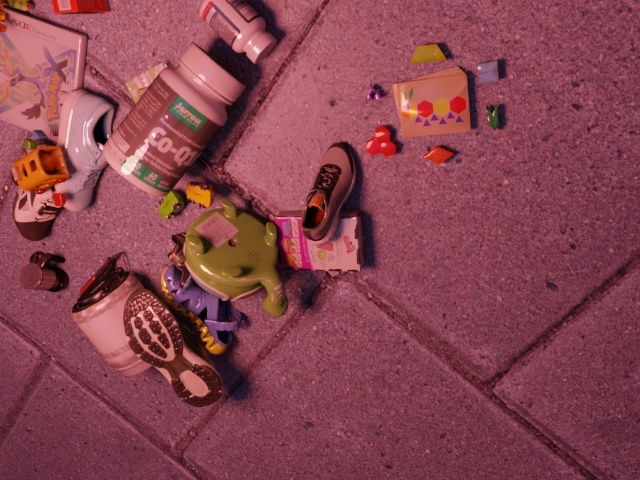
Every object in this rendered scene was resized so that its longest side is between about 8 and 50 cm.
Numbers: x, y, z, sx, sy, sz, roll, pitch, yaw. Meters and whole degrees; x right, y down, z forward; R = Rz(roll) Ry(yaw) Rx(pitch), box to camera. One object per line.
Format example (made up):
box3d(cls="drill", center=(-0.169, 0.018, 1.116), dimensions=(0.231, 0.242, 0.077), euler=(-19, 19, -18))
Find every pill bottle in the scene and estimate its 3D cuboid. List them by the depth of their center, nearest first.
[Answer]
box3d(cls="pill bottle", center=(-0.199, -0.530, 1.434), dimensions=(0.180, 0.108, 0.108), euler=(45, 116, -4))
box3d(cls="pill bottle", center=(-0.369, -0.308, 1.483), dimensions=(0.204, 0.204, 0.361), euler=(40, 99, -1))

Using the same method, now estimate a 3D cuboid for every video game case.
box3d(cls="video game case", center=(-0.829, -0.475, 1.685), dimensions=(0.299, 0.036, 0.329), euler=(21, 115, 8))

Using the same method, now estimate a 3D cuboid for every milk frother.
box3d(cls="milk frother", center=(-0.920, 0.096, 1.881), dimensions=(0.143, 0.135, 0.129), euler=(8, 82, 10))

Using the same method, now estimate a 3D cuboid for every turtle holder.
box3d(cls="turtle holder", center=(-0.223, 0.059, 1.616), dimensions=(0.320, 0.243, 0.227), euler=(16, 143, -6))

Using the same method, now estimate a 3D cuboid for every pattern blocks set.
box3d(cls="pattern blocks set", center=(0.270, -0.329, 1.417), dimensions=(0.324, 0.026, 0.286), euler=(5, 112, 15))

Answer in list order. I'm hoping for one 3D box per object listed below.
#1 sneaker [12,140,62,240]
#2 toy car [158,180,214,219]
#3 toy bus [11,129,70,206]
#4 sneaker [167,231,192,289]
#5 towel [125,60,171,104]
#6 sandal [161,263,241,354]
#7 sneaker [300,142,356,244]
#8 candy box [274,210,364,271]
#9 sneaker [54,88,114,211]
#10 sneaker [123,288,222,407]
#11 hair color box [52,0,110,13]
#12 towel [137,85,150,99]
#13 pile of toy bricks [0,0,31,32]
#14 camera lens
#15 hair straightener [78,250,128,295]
box3d(cls="sneaker", center=(-0.837, -0.128, 1.767), dimensions=(0.146, 0.122, 0.331), euler=(25, 117, 17))
box3d(cls="toy car", center=(-0.398, -0.146, 1.662), dimensions=(0.239, 0.053, 0.225), euler=(54, 129, 15))
box3d(cls="toy bus", center=(-0.797, -0.189, 1.610), dimensions=(0.191, 0.104, 0.202), euler=(30, 112, 21))
box3d(cls="sneaker", center=(-0.408, 0.061, 1.698), dimensions=(0.078, 0.188, 0.067), euler=(0, 150, -19))
box3d(cls="towel", center=(-0.460, -0.416, 1.604), dimensions=(0.152, 0.023, 0.113), euler=(-17, 104, 22))
box3d(cls="sandal", center=(-0.352, 0.192, 1.765), dimensions=(0.138, 0.126, 0.317), euler=(-32, 107, 21))
box3d(cls="sneaker", center=(0.019, -0.124, 1.492), dimensions=(0.100, 0.108, 0.272), euler=(14, 84, 20))
box3d(cls="candy box", center=(0.000, 0.000, 1.602), dimensions=(0.233, 0.071, 0.159), euler=(1, 109, 17))
box3d(cls="sneaker", center=(-0.667, -0.239, 1.674), dimensions=(0.150, 0.135, 0.366), euler=(19, 115, 14))
box3d(cls="sneaker", center=(-0.439, 0.306, 1.738), dimensions=(0.158, 0.182, 0.410), euler=(-28, 109, 4))
box3d(cls="hair color box", center=(-0.620, -0.613, 1.509), dimensions=(0.072, 0.141, 0.043), euler=(1, 111, 17))
box3d(cls="towel", center=(-0.433, -0.360, 1.600), dimensions=(0.110, 0.027, 0.148), euler=(-8, 125, 20))
box3d(cls="pile of toy bricks", center=(-0.843, -0.657, 1.577), dimensions=(0.118, 0.105, 0.212), euler=(-36, 55, 54))
box3d(cls="camera lens", center=(-0.606, 0.251, 1.791), dimensions=(0.219, 0.219, 0.274), euler=(-23, 111, 23))
box3d(cls="hair straightener", center=(-0.688, 0.120, 1.882), dimensions=(0.089, 0.047, 0.230), euler=(35, 112, -23))
